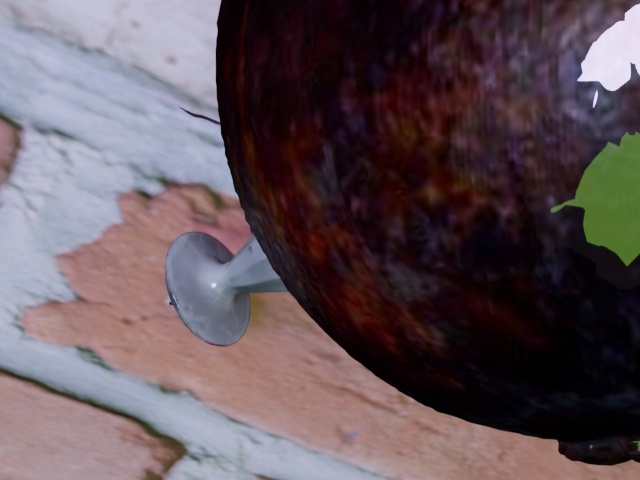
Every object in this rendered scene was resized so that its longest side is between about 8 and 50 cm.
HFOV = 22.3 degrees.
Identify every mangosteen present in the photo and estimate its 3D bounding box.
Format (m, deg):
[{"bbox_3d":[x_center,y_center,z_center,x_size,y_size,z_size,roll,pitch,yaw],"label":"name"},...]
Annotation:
[{"bbox_3d":[0.119,-0.081,0.548,0.330,0.330,0.330,4,139,4],"label":"mangosteen"}]

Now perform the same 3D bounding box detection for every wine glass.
[{"bbox_3d":[0.000,0.000,0.810,0.155,0.073,0.073,-25,129,35],"label":"wine glass"}]
